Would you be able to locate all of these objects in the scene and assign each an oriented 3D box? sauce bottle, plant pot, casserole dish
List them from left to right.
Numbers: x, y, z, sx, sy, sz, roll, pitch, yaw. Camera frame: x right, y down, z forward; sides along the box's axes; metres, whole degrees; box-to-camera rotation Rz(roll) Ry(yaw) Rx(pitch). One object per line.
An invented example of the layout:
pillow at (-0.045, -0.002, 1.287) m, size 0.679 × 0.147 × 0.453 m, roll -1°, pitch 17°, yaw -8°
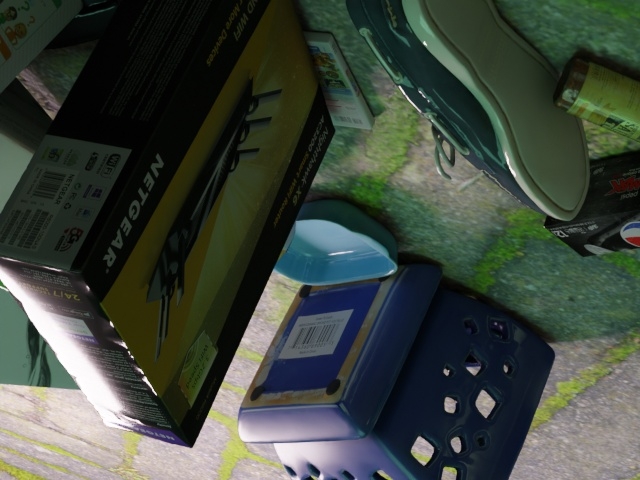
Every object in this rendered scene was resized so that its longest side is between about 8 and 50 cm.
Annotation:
casserole dish at (0.000, 0.000, 1.416) m, size 0.114 × 0.037 × 0.188 m, roll 35°, pitch 152°, yaw -30°
plant pot at (0.066, 0.158, 1.476) m, size 0.212 × 0.236 × 0.236 m, roll 41°, pitch 150°, yaw -26°
sauce bottle at (0.231, -0.091, 1.020) m, size 0.128 × 0.042 × 0.042 m, roll 22°, pitch 157°, yaw -1°

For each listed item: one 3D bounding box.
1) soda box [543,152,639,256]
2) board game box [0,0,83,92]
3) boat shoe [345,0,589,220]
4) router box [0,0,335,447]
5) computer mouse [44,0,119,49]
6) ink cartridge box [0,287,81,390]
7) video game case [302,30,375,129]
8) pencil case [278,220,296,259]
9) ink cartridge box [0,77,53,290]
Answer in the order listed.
soda box at (0.257, -0.032, 1.105) m, size 0.053 × 0.060 × 0.169 m, roll 33°, pitch 153°, yaw -30°
board game box at (-0.317, -0.156, 0.920) m, size 0.098 × 0.303 × 0.224 m, roll 1°, pitch 131°, yaw 37°
boat shoe at (0.110, -0.102, 1.028) m, size 0.079 × 0.095 × 0.254 m, roll -5°, pitch 145°, yaw 42°
router box at (-0.100, -0.042, 1.031) m, size 0.081 × 0.308 × 0.243 m, roll 11°, pitch 150°, yaw 22°
computer mouse at (-0.241, -0.199, 1.125) m, size 0.272 × 0.072 × 0.188 m, roll 7°, pitch 155°, yaw 28°
ink cartridge box at (-0.303, 0.037, 1.385) m, size 0.308 × 0.129 × 0.223 m, roll 7°, pitch -160°, yaw -22°
video game case at (-0.012, -0.132, 1.165) m, size 0.087 × 0.011 × 0.122 m, roll 9°, pitch 155°, yaw 25°
pencil case at (-0.114, -0.055, 1.252) m, size 0.114 × 0.124 × 0.273 m, roll 14°, pitch 161°, yaw 23°
ink cartridge box at (-0.309, -0.089, 1.178) m, size 0.273 × 0.115 × 0.198 m, roll 45°, pitch -174°, yaw 38°
